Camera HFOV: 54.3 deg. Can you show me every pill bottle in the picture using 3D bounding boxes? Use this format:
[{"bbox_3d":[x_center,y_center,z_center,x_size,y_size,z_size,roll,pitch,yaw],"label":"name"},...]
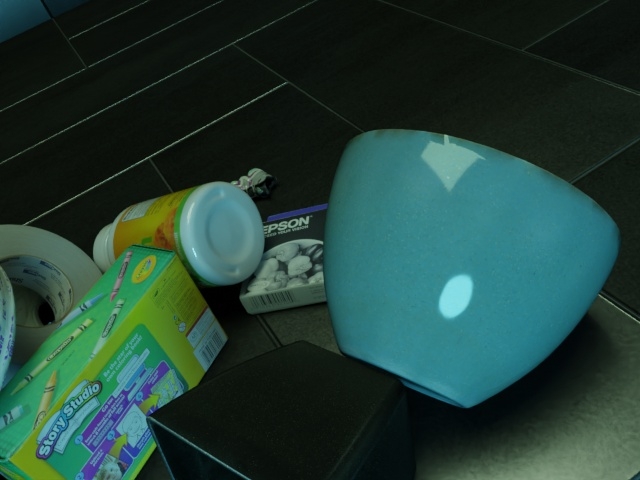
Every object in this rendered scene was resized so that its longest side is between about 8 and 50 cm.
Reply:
[{"bbox_3d":[-0.209,0.005,0.878,0.246,0.136,0.136,-10,38,39],"label":"pill bottle"}]

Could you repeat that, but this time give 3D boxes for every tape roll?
[{"bbox_3d":[-0.400,0.085,0.835,0.072,0.219,0.219,-47,26,35],"label":"tape roll"}]

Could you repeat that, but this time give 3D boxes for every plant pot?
[{"bbox_3d":[-0.012,0.202,0.567,0.188,0.187,0.167,16,41,37],"label":"plant pot"},{"bbox_3d":[0.117,0.049,0.626,0.290,0.290,0.195,16,76,37],"label":"plant pot"}]

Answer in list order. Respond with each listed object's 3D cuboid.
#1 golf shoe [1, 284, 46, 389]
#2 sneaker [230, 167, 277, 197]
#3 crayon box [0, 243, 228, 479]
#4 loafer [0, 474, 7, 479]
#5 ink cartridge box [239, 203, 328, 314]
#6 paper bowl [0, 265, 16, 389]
[{"bbox_3d":[-0.473,0.075,0.927,0.115,0.140,0.306,-35,36,14],"label":"golf shoe"},{"bbox_3d":[-0.113,-0.082,1.030,0.069,0.038,0.098,20,56,40],"label":"sneaker"},{"bbox_3d":[-0.235,0.160,0.714,0.081,0.165,0.278,8,48,31],"label":"crayon box"},{"bbox_3d":[-0.364,0.321,0.645,0.087,0.094,0.251,-25,37,-8],"label":"loafer"},{"bbox_3d":[0.000,0.000,0.883,0.206,0.045,0.208,-12,40,14],"label":"ink cartridge box"},{"bbox_3d":[-0.456,0.117,0.614,0.284,0.148,0.284,-13,60,23],"label":"paper bowl"}]
